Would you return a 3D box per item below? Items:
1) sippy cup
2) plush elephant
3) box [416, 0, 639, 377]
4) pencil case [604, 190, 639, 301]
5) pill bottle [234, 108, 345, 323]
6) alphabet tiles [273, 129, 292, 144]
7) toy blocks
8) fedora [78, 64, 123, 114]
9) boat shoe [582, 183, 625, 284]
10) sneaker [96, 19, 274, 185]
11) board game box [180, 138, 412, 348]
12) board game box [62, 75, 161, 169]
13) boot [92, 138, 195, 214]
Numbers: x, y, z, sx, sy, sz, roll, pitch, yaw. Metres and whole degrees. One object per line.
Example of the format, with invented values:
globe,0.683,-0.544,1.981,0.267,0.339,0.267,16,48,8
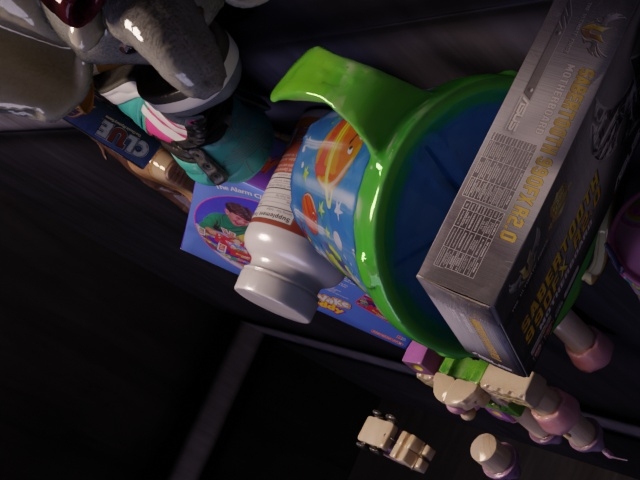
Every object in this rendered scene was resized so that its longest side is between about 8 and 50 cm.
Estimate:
sippy cup,0.090,-0.037,0.872,0.240,0.305,0.224,-18,-161,-23
plush elephant,-0.139,-0.187,0.574,0.255,0.272,0.330,51,-177,-35
box,0.159,-0.035,0.683,0.056,0.231,0.183,22,167,25
pencil case,0.356,0.048,0.904,0.124,0.124,0.284,16,166,35
pill bottle,-0.008,-0.025,1.067,0.121,0.216,0.121,23,168,5
alphabet tiles,-0.025,-0.086,1.323,0.342,0.011,0.285,21,167,16
toy blocks,0.282,0.263,1.489,0.260,0.309,0.288,41,161,-34
fedora,-0.211,-0.213,0.909,0.079,0.194,0.194,-12,168,-5
boat shoe,0.255,-0.007,0.968,0.073,0.080,0.223,16,170,15
sneaker,-0.114,-0.134,1.020,0.178,0.124,0.295,37,171,-27
board game box,0.000,0.000,1.272,0.347,0.078,0.233,25,149,-1
board game box,-0.298,-0.180,1.183,0.165,0.042,0.243,33,-174,-32
boot,-0.240,-0.115,1.508,0.207,0.090,0.248,31,175,32
